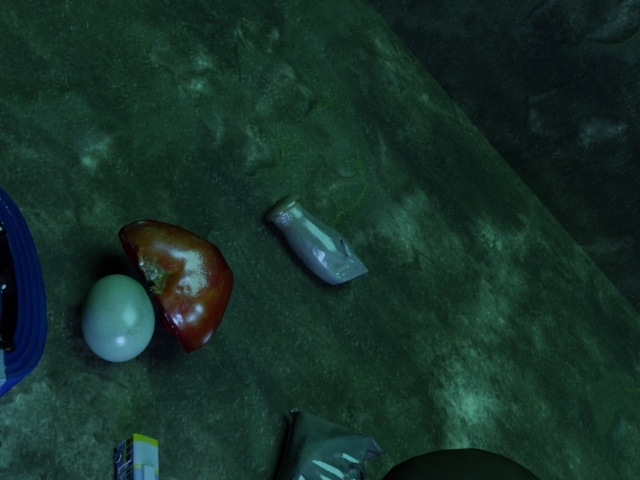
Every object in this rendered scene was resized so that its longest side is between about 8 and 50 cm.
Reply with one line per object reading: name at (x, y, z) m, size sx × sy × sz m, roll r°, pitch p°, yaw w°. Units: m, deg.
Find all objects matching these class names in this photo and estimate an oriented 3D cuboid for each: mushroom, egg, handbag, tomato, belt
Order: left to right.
belt at (-0.495, 0.064, 1.579) m, size 0.212 × 0.117 × 0.347 m, roll 21°, pitch 42°, yaw -43°
egg at (-0.312, 0.117, 1.768) m, size 0.114 × 0.114 × 0.152 m, roll 26°, pitch 36°, yaw -37°
tomato at (-0.218, 0.056, 1.860) m, size 0.233 × 0.139 × 0.200 m, roll 62°, pitch -8°, yaw 10°
mushroom at (-0.002, 0.010, 2.312) m, size 0.247 × 0.096 × 0.108 m, roll 41°, pitch 58°, yaw -13°
handbag at (0.008, 0.397, 1.897) m, size 0.182 × 0.117 × 0.270 m, roll 16°, pitch 36°, yaw 1°

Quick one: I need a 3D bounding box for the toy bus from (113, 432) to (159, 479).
toy bus at (-0.263, 0.336, 1.662) m, size 0.052 × 0.058 × 0.102 m, roll 27°, pitch 39°, yaw -35°

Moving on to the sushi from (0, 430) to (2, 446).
sushi at (-0.499, 0.249, 1.397) m, size 0.226 × 0.103 × 0.097 m, roll 17°, pitch 80°, yaw -25°

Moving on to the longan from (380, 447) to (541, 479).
longan at (0.255, 0.522, 1.903) m, size 0.404 × 0.336 × 0.404 m, roll 35°, pitch -2°, yaw 2°
